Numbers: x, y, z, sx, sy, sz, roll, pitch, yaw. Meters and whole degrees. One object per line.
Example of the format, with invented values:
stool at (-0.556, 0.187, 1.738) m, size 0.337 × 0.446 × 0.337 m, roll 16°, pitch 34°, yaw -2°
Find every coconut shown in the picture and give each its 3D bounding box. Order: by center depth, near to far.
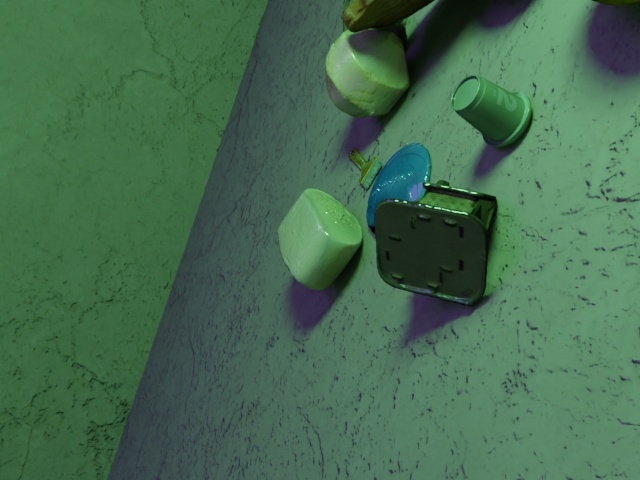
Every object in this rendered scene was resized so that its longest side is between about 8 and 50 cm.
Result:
coconut at (0.125, -0.443, 1.905) m, size 0.237 × 0.237 × 0.197 m, roll -47°, pitch 32°, yaw 36°

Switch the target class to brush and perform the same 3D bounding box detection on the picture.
brush at (0.113, -0.208, 1.966) m, size 0.082 × 0.010 × 0.218 m, roll -59°, pitch 25°, yaw 16°

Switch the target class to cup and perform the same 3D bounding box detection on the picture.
cup at (0.329, -0.258, 1.417) m, size 0.120 × 0.141 × 0.120 m, roll -44°, pitch 32°, yaw 36°

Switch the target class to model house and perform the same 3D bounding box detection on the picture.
model house at (0.260, -0.044, 1.411) m, size 0.278 × 0.218 × 0.204 m, roll -47°, pitch -38°, yaw -43°

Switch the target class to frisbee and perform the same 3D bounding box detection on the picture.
frisbee at (0.174, -0.127, 1.734) m, size 0.242 × 0.045 × 0.242 m, roll -47°, pitch 30°, yaw 38°

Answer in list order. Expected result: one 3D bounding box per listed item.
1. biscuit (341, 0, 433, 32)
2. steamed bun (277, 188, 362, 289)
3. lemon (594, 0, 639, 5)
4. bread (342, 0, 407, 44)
biscuit at (0.251, -0.625, 1.741) m, size 0.365 × 0.062 × 0.385 m, roll -27°, pitch -4°, yaw -45°
steamed bun at (0.000, 0.000, 1.838) m, size 0.200 × 0.155 × 0.250 m, roll -58°, pitch 32°, yaw 26°
lemon at (0.492, -0.513, 1.161) m, size 0.268 × 0.268 × 0.322 m, roll -56°, pitch 20°, yaw 22°
bread at (0.147, -0.639, 2.106) m, size 0.187 × 0.155 × 0.338 m, roll -51°, pitch 28°, yaw 39°
